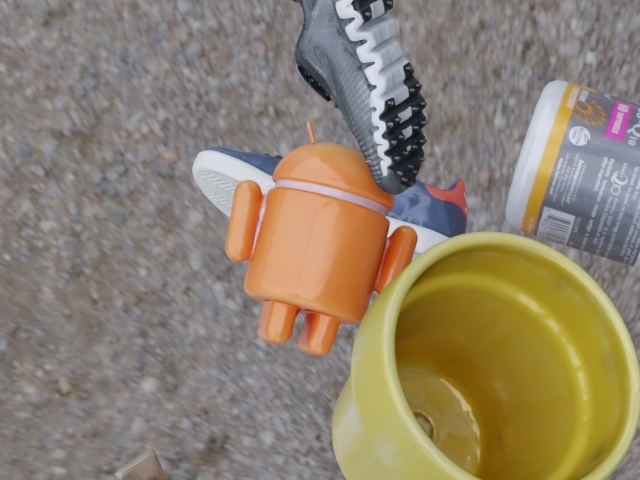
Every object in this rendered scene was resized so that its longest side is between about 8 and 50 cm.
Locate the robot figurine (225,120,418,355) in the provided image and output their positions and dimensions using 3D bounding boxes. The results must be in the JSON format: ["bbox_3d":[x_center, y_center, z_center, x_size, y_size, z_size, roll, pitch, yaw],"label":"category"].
[{"bbox_3d":[0.002,0.001,1.542,0.158,0.128,0.219,11,83,28],"label":"robot figurine"}]

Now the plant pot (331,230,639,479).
[{"bbox_3d":[0.127,0.150,1.459,0.254,0.239,0.254,9,64,-20],"label":"plant pot"}]

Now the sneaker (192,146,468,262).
[{"bbox_3d":[0.019,-0.070,1.976,0.350,0.131,0.148,20,66,-4],"label":"sneaker"}]

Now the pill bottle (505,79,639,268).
[{"bbox_3d":[0.338,-0.049,1.590,0.278,0.162,0.162,17,81,9],"label":"pill bottle"}]

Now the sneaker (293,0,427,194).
[{"bbox_3d":[0.031,-0.155,1.485,0.106,0.078,0.234,-3,109,38],"label":"sneaker"}]

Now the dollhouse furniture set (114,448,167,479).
[{"bbox_3d":[-0.140,0.276,1.202,0.259,0.135,0.262,-33,32,-27],"label":"dollhouse furniture set"}]
